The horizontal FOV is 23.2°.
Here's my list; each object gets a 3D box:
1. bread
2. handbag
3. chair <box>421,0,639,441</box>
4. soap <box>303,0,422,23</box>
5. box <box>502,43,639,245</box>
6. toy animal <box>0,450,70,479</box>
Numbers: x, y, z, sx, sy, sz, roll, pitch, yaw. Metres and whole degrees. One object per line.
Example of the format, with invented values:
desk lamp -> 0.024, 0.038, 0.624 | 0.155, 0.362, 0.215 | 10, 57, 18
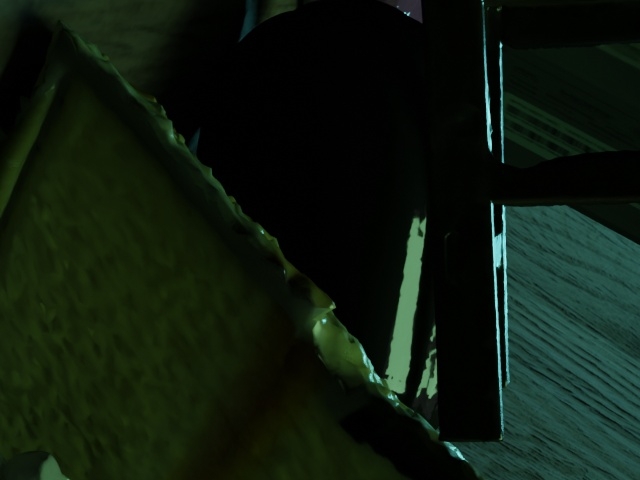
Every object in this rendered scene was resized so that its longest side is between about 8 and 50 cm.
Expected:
bread -> -0.095, 0.161, 0.804 | 0.405, 0.346, 0.242 | -52, 178, 5
handbag -> -0.001, 0.000, 0.984 | 0.093, 0.254, 0.308 | -3, 107, -34
chair -> 0.149, -0.129, 0.723 | 0.240, 0.203, 0.416 | -4, 93, -79
soap -> 0.062, -0.200, 1.152 | 0.181, 0.081, 0.259 | -55, 171, -19
box -> 0.297, -0.138, 1.648 | 0.111, 0.396, 0.396 | -59, 171, -16
toy animal -> -0.207, 0.144, 0.734 | 0.131, 0.182, 0.127 | 59, 32, -67
